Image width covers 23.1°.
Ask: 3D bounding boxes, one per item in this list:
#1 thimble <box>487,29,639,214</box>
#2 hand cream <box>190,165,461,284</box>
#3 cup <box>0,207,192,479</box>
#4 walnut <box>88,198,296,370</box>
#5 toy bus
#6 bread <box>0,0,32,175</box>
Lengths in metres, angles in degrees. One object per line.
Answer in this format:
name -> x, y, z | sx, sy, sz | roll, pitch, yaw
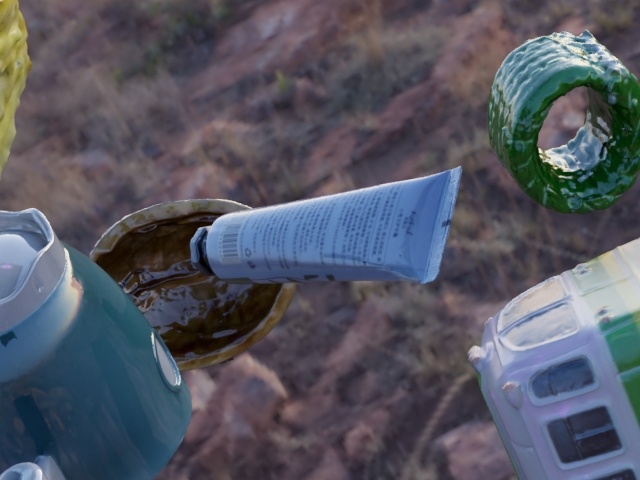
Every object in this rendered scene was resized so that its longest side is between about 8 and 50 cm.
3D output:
thimble -> 0.188, -0.091, 1.195 | 0.118, 0.130, 0.090 | 5, 28, -18
hand cream -> 0.000, 0.000, 1.209 | 0.271, 0.058, 0.091 | -7, 59, 45
cup -> -0.193, 0.076, 1.022 | 0.167, 0.173, 0.300 | -21, 36, 4
walnut -> -0.126, 0.037, 1.535 | 0.211, 0.167, 0.087 | -11, 11, -2
toy bus -> 0.226, 0.160, 1.002 | 0.179, 0.306, 0.143 | -23, 17, 6
bread -> -0.374, -0.084, 0.886 | 0.375, 0.165, 0.237 | 12, 63, 3
